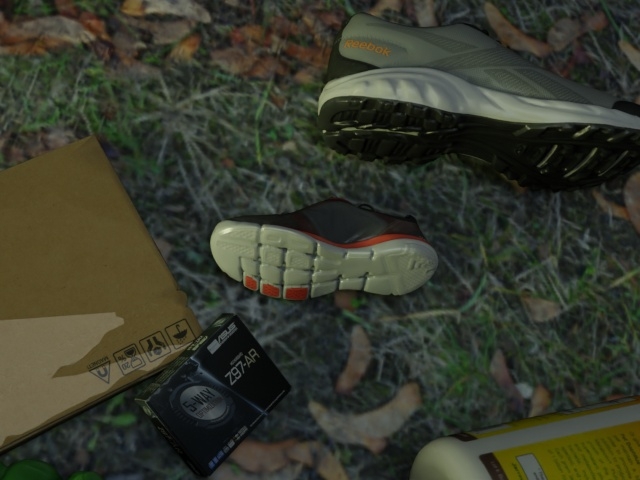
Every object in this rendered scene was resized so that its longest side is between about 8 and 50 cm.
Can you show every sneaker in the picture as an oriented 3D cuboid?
[{"bbox_3d":[0.000,0.000,0.773,0.157,0.061,0.065,7,42,-17],"label":"sneaker"},{"bbox_3d":[0.133,-0.107,0.825,0.271,0.100,0.108,11,62,-15],"label":"sneaker"}]

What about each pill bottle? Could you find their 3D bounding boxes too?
[{"bbox_3d":[0.173,0.167,0.724,0.215,0.117,0.117,-8,73,-20],"label":"pill bottle"}]

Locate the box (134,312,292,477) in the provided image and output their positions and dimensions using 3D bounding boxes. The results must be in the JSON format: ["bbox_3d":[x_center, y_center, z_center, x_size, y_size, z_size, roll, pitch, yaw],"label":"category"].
[{"bbox_3d":[-0.067,0.097,0.712,0.083,0.018,0.067,-44,110,-27],"label":"box"}]

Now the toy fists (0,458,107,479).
[{"bbox_3d":[-0.109,0.206,0.585,0.279,0.096,0.142,25,40,21],"label":"toy fists"}]

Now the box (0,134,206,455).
[{"bbox_3d":[-0.194,0.039,0.702,0.201,0.021,0.164,-26,81,-24],"label":"box"}]
